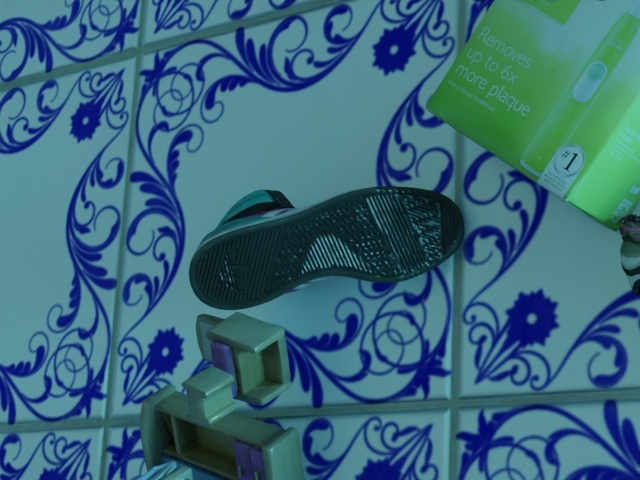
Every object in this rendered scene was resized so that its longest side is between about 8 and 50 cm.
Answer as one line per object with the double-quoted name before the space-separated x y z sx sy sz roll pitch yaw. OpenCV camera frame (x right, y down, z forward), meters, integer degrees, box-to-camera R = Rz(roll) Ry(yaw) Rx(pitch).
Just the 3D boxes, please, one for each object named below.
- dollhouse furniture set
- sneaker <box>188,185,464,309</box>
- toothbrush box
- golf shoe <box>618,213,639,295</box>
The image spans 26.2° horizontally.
"dollhouse furniture set" -0.190 0.254 1.407 0.198 0.303 0.286 12 120 38
"sneaker" 0.000 0.000 1.513 0.296 0.178 0.123 -11 101 -5
"toothbrush box" 0.274 -0.186 1.360 0.206 0.122 0.283 40 99 38
"golf shoe" 0.370 0.014 1.272 0.186 0.067 0.086 0 103 37
